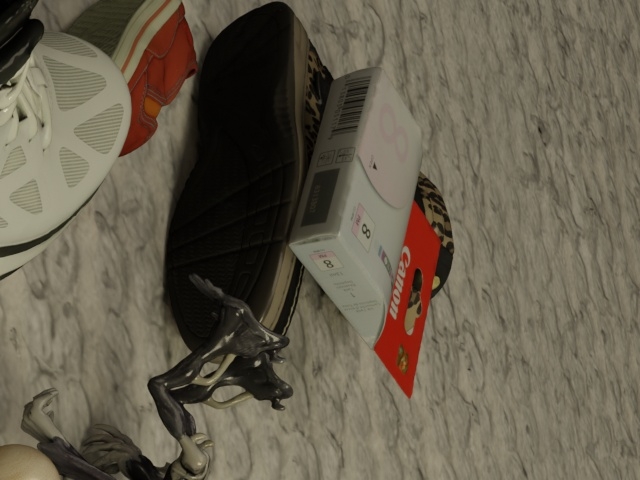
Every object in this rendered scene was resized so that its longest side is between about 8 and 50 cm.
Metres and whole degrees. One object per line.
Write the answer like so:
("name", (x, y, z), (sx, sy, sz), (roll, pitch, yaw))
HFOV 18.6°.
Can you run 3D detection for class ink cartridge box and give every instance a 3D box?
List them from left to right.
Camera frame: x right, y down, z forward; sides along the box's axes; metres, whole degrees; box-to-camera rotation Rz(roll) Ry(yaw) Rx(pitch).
("ink cartridge box", (0.064, -0.004, 1.692), (0.232, 0.066, 0.189), (49, 41, -38))

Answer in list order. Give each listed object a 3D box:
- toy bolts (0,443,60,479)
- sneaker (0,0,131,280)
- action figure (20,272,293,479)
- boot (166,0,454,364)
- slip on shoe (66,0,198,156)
("toy bolts", (-0.224, 0.239, 1.226), (0.218, 0.158, 0.228), (41, 41, -42))
("sneaker", (-0.203, -0.087, 1.192), (0.169, 0.257, 0.447), (58, 32, 4))
("action figure", (-0.139, 0.164, 1.435), (0.275, 0.141, 0.164), (-55, 162, -12))
("boot", (0.000, 0.000, 1.770), (0.284, 0.138, 0.377), (44, 34, -40))
("slip on shoe", (-0.175, -0.107, 1.553), (0.101, 0.123, 0.331), (64, 25, -20))
